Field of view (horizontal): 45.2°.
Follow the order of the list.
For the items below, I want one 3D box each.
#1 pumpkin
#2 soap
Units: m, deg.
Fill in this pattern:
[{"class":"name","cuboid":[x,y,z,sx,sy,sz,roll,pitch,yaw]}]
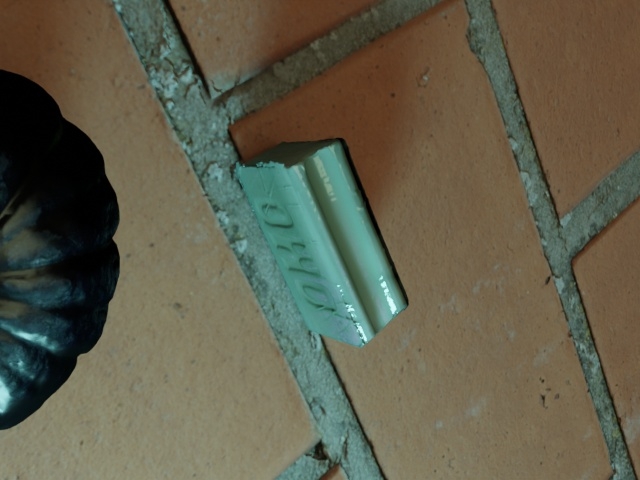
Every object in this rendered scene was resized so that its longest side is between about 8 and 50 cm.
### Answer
[{"class":"pumpkin","cuboid":[-0.350,0.013,0.646,0.363,0.266,0.363,-8,102,-38]},{"class":"soap","cuboid":[0.000,0.000,0.955,0.094,0.150,0.261,-37,113,-30]}]
